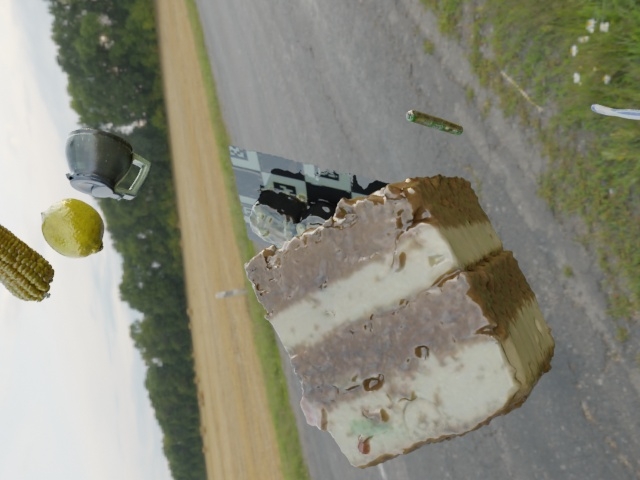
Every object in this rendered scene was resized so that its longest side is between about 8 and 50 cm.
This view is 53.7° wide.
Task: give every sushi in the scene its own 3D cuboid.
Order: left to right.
[{"bbox_3d":[0.000,0.000,1.144,0.296,0.373,0.100,88,-158,-55],"label":"sushi"}]

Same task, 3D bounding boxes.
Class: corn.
[{"bbox_3d":[-0.670,0.006,1.274,0.313,0.102,0.102,51,-175,-31],"label":"corn"}]

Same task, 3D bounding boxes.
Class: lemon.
[{"bbox_3d":[-0.464,-0.021,1.192,0.109,0.133,0.109,-54,2,3],"label":"lemon"}]

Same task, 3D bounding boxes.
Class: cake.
[{"bbox_3d":[0.111,0.087,0.795,0.282,0.256,0.290,-13,-104,-62],"label":"cake"}]

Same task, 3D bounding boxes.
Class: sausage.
[{"bbox_3d":[0.304,-0.308,1.661,0.033,0.269,0.032,-3,86,43],"label":"sausage"}]

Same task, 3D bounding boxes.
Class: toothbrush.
[{"bbox_3d":[0.598,-0.214,1.075,0.269,0.021,0.027,16,122,39],"label":"toothbrush"}]

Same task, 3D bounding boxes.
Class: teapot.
[{"bbox_3d":[-0.219,-0.074,0.647,0.066,0.088,0.057,-18,60,52],"label":"teapot"}]
